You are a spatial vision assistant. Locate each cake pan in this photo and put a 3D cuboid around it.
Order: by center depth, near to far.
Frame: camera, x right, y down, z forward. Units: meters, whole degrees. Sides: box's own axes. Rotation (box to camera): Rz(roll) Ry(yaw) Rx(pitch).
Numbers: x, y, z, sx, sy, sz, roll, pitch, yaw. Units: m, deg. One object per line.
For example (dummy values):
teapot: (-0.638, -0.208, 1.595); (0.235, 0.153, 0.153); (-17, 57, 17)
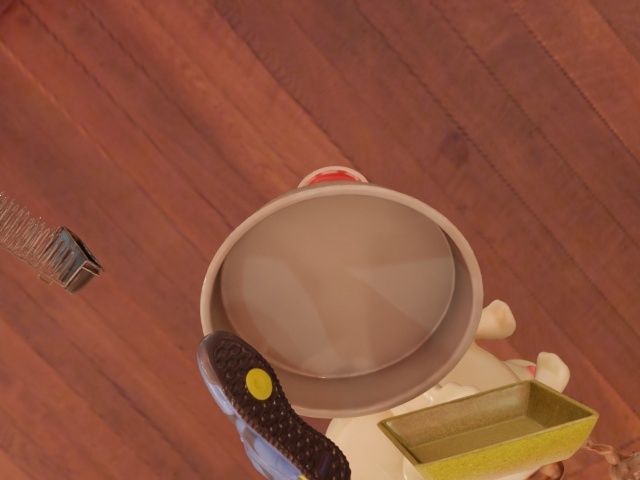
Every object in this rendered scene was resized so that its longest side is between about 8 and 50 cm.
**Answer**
cake pan: (0.022, 0.060, 1.087); (0.293, 0.054, 0.293); (-2, 121, -3)

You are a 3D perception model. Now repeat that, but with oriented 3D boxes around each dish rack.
dish rack: (-0.493, -0.021, 1.669); (0.271, 0.208, 0.074); (39, 87, -30)

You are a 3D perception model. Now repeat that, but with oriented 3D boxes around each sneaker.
sneaker: (-0.061, 0.181, 1.008); (0.082, 0.069, 0.209); (-26, 108, 43)

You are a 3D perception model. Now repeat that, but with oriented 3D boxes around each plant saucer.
plant saucer: (0.169, 0.203, 1.065); (0.188, 0.188, 0.045); (-14, 95, -8)

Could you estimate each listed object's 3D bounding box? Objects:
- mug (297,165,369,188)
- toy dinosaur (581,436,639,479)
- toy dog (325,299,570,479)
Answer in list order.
mug: (0.007, 0.005, 1.280); (0.113, 0.150, 0.169); (49, 160, 32)
toy dinosaur: (0.530, 0.355, 1.600); (0.200, 0.127, 0.296); (18, 148, -32)
toy dog: (0.216, 0.288, 1.539); (0.284, 0.408, 0.395); (31, 108, 41)
